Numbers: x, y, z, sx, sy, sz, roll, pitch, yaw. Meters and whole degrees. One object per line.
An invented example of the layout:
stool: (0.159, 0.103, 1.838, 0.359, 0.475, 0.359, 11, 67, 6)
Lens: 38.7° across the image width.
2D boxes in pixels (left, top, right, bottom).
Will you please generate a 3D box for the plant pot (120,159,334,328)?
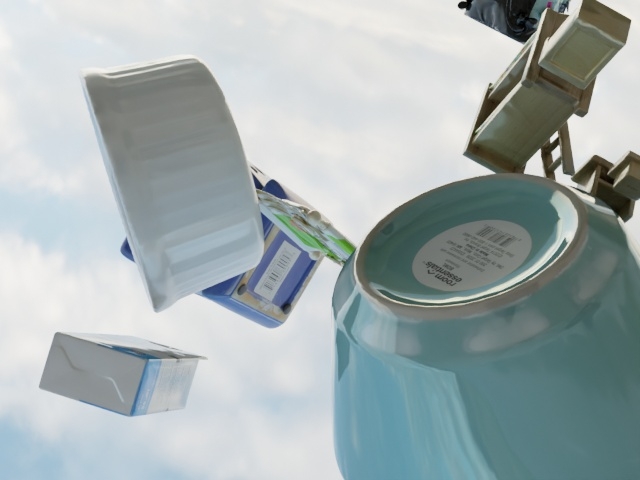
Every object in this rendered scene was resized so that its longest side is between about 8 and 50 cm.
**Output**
plant pot: (-0.128, -0.002, 1.442, 0.212, 0.236, 0.236, 29, -94, 33)

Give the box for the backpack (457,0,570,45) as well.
backpack: (0.305, -0.383, 1.322, 0.115, 0.182, 0.152, 8, -156, -47)

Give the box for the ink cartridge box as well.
ink cartridge box: (-0.198, 0.138, 0.954, 0.104, 0.180, 0.060, 14, -94, 15)

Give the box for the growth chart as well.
growth chart: (0.000, 0.000, 1.037, 0.172, 0.237, 0.021, 41, -98, -27)

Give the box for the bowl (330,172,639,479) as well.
bowl: (0.132, 0.060, 0.709, 0.311, 0.163, 0.312, -16, -151, 9)

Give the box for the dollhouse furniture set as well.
dollhouse furniture set: (0.239, -0.118, 0.757, 0.160, 0.182, 0.101, 28, -125, -6)

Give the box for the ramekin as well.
ramekin: (-0.163, -0.071, 1.011, 0.135, 0.277, 0.277, -18, -121, -13)
